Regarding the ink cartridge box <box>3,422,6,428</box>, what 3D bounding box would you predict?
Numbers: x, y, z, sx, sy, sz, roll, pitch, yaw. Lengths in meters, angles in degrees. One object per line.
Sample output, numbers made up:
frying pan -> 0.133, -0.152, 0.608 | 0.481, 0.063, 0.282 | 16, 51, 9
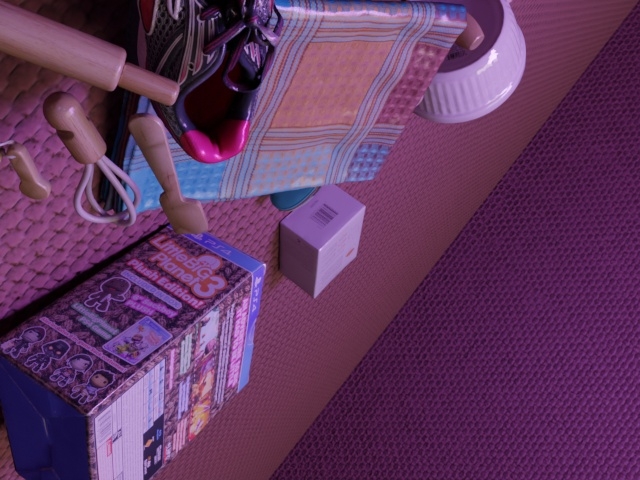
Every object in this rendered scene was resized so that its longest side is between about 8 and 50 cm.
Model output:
ink cartridge box -> -0.304, 0.165, 0.883 | 0.179, 0.045, 0.145 | -56, 163, 16

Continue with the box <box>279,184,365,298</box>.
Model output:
box -> 0.000, 0.000, 1.248 | 0.130, 0.091, 0.170 | -44, 160, -27

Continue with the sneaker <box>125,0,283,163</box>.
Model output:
sneaker -> -0.065, -0.178, 0.455 | 0.120, 0.112, 0.299 | -16, 151, -19

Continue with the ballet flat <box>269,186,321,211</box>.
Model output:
ballet flat -> -0.006, -0.142, 1.019 | 0.222, 0.076, 0.079 | -63, 179, 26

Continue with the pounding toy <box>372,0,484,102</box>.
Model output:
pounding toy -> 0.054, -0.247, 0.867 | 0.269, 0.154, 0.155 | -31, 157, -6

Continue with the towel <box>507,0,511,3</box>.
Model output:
towel -> 0.346, -0.534, 1.179 | 0.317, 0.053, 0.332 | -44, 159, -25

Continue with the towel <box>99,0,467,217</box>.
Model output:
towel -> -0.033, -0.139, 0.737 | 0.370, 0.040, 0.271 | -11, 147, -34

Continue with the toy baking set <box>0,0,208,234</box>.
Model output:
toy baking set -> -0.188, -0.079, 0.497 | 0.197, 0.256, 0.030 | 130, -31, -50

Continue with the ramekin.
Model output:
ramekin -> 0.198, -0.292, 1.030 | 0.207, 0.207, 0.109 | -52, 153, -4

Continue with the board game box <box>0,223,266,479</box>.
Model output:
board game box -> -0.216, 0.152, 0.832 | 0.291, 0.141, 0.232 | -41, 152, -46
